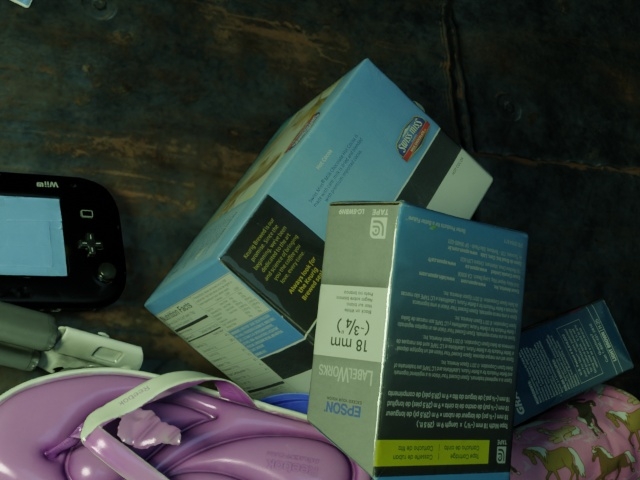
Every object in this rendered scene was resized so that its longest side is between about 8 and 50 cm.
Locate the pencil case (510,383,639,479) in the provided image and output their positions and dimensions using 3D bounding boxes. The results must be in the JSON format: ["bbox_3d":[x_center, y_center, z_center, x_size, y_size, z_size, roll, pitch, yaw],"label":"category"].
[{"bbox_3d":[0.263,0.310,1.411,0.386,0.167,0.160,-18,103,-34],"label":"pencil case"}]

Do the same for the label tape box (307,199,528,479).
[{"bbox_3d":[0.104,0.140,1.157,0.240,0.106,0.334,12,82,-47],"label":"label tape box"}]

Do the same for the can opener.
[{"bbox_3d":[-0.312,0.117,1.177,0.280,0.074,0.093,24,33,-31],"label":"can opener"}]

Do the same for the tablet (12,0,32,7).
[{"bbox_3d":[-0.376,-0.335,1.383,0.054,0.006,0.083,26,62,-20],"label":"tablet"}]

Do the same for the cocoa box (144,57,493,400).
[{"bbox_3d":[0.000,0.000,1.334,0.228,0.231,0.347,42,58,-12],"label":"cocoa box"}]

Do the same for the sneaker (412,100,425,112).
[{"bbox_3d":[0.091,-0.147,1.549,0.084,0.058,0.152,32,65,-26],"label":"sneaker"}]

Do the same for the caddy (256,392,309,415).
[{"bbox_3d":[-0.074,0.324,1.210,0.341,0.179,0.241,-23,64,-28],"label":"caddy"}]

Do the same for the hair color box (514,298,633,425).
[{"bbox_3d":[0.217,0.189,1.426,0.347,0.174,0.105,-18,81,-34],"label":"hair color box"}]

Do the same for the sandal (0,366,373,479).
[{"bbox_3d":[-0.136,0.197,1.107,0.416,0.102,0.169,7,54,-10],"label":"sandal"}]

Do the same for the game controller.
[{"bbox_3d":[-0.374,-0.002,1.224,0.319,0.067,0.167,3,71,-30],"label":"game controller"}]
